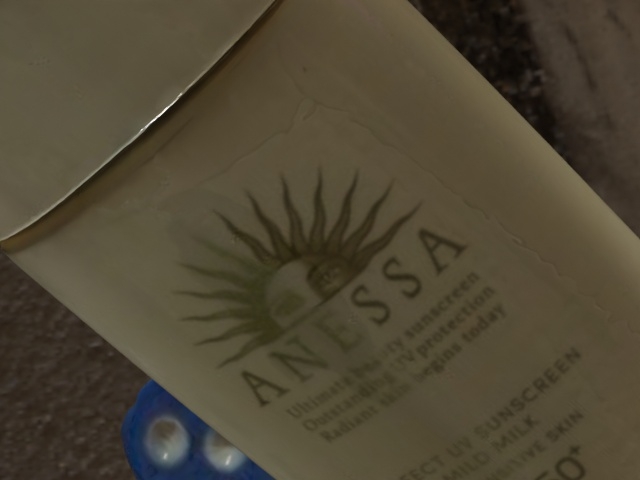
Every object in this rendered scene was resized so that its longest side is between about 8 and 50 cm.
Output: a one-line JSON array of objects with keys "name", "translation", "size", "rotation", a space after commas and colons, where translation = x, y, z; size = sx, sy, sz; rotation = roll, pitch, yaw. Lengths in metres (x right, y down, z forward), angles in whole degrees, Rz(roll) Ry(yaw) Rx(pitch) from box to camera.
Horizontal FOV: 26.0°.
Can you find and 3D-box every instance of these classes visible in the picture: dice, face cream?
[{"name": "dice", "translation": [-0.040, 0.135, 0.953], "size": [0.146, 0.143, 0.146], "rotation": [48, 7, 11]}, {"name": "face cream", "translation": [0.000, 0.000, 0.510], "size": [0.348, 0.173, 0.081], "rotation": [43, 21, -23]}]
